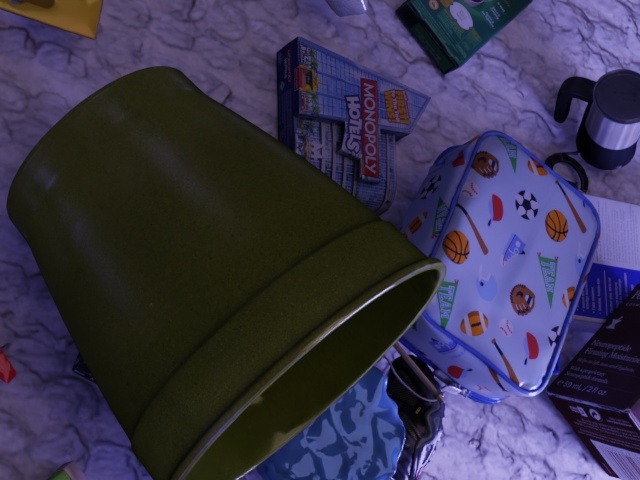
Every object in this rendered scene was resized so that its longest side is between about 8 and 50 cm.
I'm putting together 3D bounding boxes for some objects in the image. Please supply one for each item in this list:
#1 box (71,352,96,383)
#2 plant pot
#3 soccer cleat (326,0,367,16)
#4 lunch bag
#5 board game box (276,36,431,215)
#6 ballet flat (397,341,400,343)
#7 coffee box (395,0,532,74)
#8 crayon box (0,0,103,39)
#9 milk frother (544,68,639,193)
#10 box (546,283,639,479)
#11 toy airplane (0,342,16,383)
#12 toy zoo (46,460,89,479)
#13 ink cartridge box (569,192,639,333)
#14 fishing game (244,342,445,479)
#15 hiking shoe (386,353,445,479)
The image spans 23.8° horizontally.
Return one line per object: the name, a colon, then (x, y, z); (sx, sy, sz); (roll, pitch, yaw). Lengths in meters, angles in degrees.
box: (-0.224, 0.119, 1.649); (0.067, 0.018, 0.083); (30, 62, -20)
plant pot: (-0.125, 0.024, 1.549); (0.366, 0.366, 0.353); (-34, 75, -34)
soccer cleat: (0.078, -0.417, 1.955); (0.331, 0.116, 0.143); (-54, 127, -33)
lunch bag: (0.205, 0.040, 1.808); (0.243, 0.115, 0.303); (38, 61, -21)
board game box: (0.045, -0.136, 1.864); (0.194, 0.060, 0.194); (7, 72, -29)
ballet flat: (0.124, 0.058, 1.856); (0.049, 0.057, 0.173); (39, 60, -21)
coffee box: (0.194, -0.313, 2.020); (0.113, 0.040, 0.184); (51, 57, -9)
crayon box: (-0.331, -0.382, 1.696); (0.202, 0.081, 0.319); (17, 67, -26)
milk frother: (0.368, -0.135, 2.015); (0.129, 0.135, 0.143); (7, 66, 3)
box: (0.431, 0.187, 1.900); (0.203, 0.168, 0.167); (-46, 112, -18)
toy airplane: (-0.375, 0.140, 1.545); (0.151, 0.028, 0.151); (9, 73, -30)
toy zoo: (-0.298, 0.387, 1.516); (0.293, 0.030, 0.192); (-41, 98, -34)
ink cartridge box: (0.383, 0.036, 2.017); (0.370, 0.069, 0.176); (10, 71, -31)
fishing game: (0.005, 0.212, 1.705); (0.264, 0.041, 0.189); (-39, 82, -16)
hiking shoe: (0.071, 0.233, 1.754); (0.114, 0.086, 0.227); (21, 66, -28)
